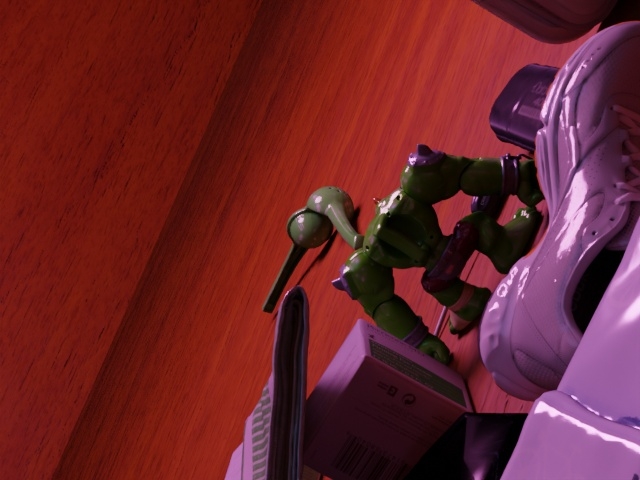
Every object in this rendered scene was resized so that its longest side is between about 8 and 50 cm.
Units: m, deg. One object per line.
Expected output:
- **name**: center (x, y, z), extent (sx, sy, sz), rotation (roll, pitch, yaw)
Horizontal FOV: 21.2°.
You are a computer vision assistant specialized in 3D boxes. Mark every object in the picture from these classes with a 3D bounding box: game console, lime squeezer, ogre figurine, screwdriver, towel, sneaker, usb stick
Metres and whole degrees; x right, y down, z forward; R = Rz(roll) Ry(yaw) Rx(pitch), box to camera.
- **game console**: center (0.032, 0.280, 1.196), extent (0.361, 0.044, 0.213), rotation (-53, 13, 37)
- **lime squeezer**: center (0.000, 0.000, 2.014), extent (0.310, 0.059, 0.110), rotation (144, 121, -63)
- **ogre figurine**: center (0.094, 0.003, 1.371), extent (0.197, 0.118, 0.097), rotation (-54, 14, 34)
- **screwdriver**: center (0.123, 0.008, 1.471), extent (0.170, 0.025, 0.024), rotation (-64, 11, -12)
- **towel**: center (-0.042, 0.205, 1.320), extent (0.325, 0.038, 0.248), rotation (103, 171, -68)
- **sneaker**: center (0.193, -0.021, 1.089), extent (0.121, 0.099, 0.262), rotation (-11, 61, 65)
- **usb stick**: center (0.194, -0.101, 1.364), extent (0.077, 0.045, 0.278), rotation (-55, 11, 3)

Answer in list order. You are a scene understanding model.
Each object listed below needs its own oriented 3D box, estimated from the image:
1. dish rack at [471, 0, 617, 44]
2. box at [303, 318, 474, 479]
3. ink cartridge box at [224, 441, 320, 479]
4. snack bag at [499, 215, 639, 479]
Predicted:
- **dish rack**: center (0.194, -0.350, 1.382), extent (0.333, 0.285, 0.072), rotation (-62, 25, 2)
- **box**: center (0.048, 0.135, 1.307), extent (0.102, 0.101, 0.087), rotation (-59, 11, 13)
- **ink cartridge box**: center (-0.060, 0.267, 1.579), extent (0.109, 0.062, 0.209), rotation (-50, 17, 47)
- **snack bag**: center (0.182, 0.108, 0.855), extent (0.342, 0.037, 0.323), rotation (-63, 18, -3)
